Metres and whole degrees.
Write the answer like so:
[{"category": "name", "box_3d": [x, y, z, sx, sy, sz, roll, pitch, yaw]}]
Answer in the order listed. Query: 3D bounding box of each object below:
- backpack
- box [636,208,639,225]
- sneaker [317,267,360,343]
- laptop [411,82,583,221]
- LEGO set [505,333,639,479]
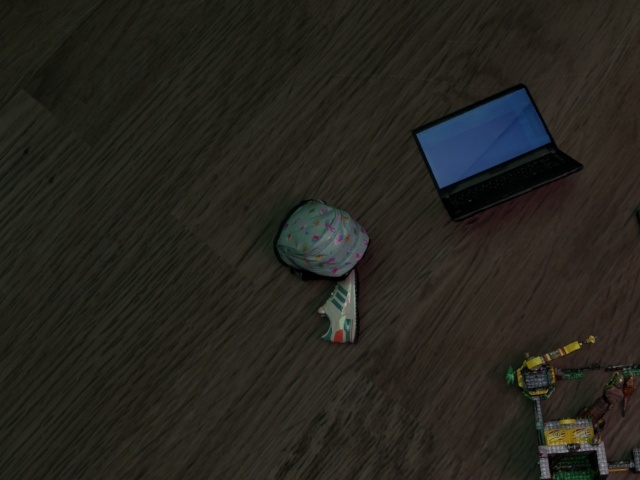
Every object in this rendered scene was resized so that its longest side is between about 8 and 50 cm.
[{"category": "backpack", "box_3d": [0.000, 0.000, 1.643, 0.182, 0.115, 0.152, 19, 79, 56]}, {"category": "box", "box_3d": [0.614, 0.008, 1.552, 0.116, 0.029, 0.162, -16, 66, 9]}, {"category": "sneaker", "box_3d": [0.031, 0.107, 1.658, 0.075, 0.057, 0.161, -3, 73, 8]}, {"category": "laptop", "box_3d": [0.304, -0.162, 1.637, 0.234, 0.264, 0.136, -23, 103, 7]}, {"category": "LEGO set", "box_3d": [0.450, 0.264, 1.415, 0.331, 0.192, 0.255, 1, 71, 15]}]
